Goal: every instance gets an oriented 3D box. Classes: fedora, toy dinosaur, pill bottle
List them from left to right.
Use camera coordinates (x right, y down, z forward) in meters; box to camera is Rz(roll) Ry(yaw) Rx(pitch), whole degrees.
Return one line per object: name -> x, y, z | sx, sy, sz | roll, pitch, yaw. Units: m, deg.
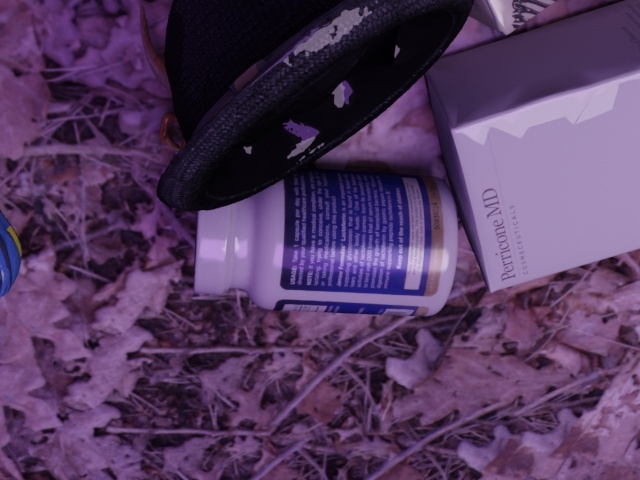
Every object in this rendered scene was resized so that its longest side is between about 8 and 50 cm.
toy dinosaur -> -0.125, -0.142, 0.993 | 0.211, 0.064, 0.112 | 26, 98, -31
fedora -> -0.032, -0.170, 0.844 | 0.334, 0.334, 0.153 | -35, 82, 15
pill bottle -> 0.000, 0.000, 1.033 | 0.264, 0.153, 0.153 | 3, 122, -9

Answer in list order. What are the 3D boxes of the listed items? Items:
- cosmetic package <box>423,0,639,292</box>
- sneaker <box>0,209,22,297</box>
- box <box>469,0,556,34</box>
cosmetic package -> 0.317, -0.118, 0.996 | 0.384, 0.156, 0.217 | -19, 124, 4
sneaker -> -0.380, -0.027, 1.012 | 0.069, 0.082, 0.209 | -21, 121, 8
box -> 0.235, -0.310, 0.869 | 0.275, 0.094, 0.113 | -35, 120, 2
